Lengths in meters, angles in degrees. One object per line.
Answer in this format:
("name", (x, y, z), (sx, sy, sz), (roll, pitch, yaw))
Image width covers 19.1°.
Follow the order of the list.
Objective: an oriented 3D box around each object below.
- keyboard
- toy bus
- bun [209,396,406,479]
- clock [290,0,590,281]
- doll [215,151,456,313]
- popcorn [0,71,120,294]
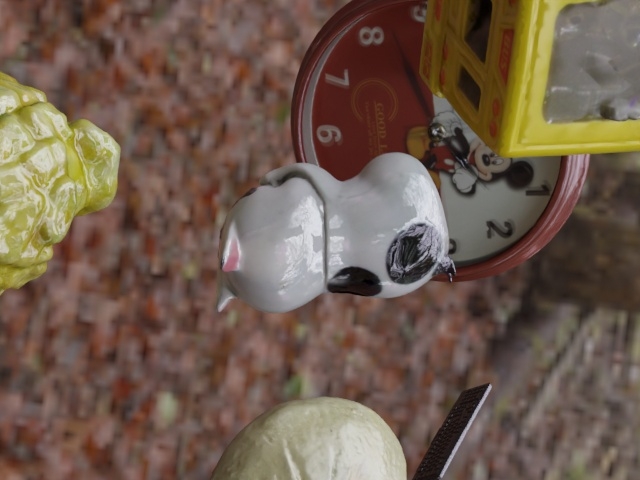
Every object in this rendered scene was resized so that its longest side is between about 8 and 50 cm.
("keyboard", (0.150, 0.222, 2.189), (0.010, 0.053, 0.155), (48, 49, -16))
("toy bus", (0.227, -0.127, 0.985), (0.152, 0.330, 0.144), (-118, -152, -55))
("bun", (-0.003, 0.249, 1.773), (0.222, 0.127, 0.222), (-19, 119, -37))
("clock", (0.119, -0.110, 1.925), (0.080, 0.318, 0.319), (-35, 131, -64))
("doll", (0.006, -0.003, 1.438), (0.110, 0.180, 0.107), (98, -17, -57))
("popcorn", (-0.285, -0.043, 1.509), (0.216, 0.235, 0.181), (-25, 104, -35))
